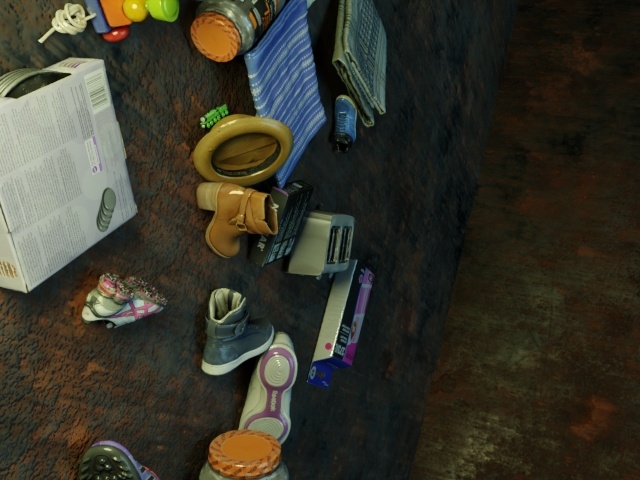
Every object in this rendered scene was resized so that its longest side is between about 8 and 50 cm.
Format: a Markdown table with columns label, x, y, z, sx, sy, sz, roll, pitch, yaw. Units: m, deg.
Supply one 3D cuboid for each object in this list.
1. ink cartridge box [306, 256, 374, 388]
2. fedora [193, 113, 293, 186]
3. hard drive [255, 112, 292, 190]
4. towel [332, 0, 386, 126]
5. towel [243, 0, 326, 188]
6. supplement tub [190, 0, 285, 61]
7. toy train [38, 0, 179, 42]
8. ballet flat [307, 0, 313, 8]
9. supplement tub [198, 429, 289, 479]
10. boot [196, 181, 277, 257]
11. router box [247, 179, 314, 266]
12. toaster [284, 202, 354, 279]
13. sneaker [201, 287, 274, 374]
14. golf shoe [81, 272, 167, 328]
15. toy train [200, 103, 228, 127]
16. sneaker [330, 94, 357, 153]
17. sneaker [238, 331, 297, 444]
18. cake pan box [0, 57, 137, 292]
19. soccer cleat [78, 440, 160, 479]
| label | x | y | z | sx | sy | sz | roll | pitch | yaw |
| --- | --- | --- | --- | --- | --- | --- | --- | --- | --- |
| ink cartridge box | 0.061 | 0.244 | 2.166 | 0.176 | 0.069 | 0.370 | 40 | 65 | -63 |
| fedora | -0.150 | -0.185 | 1.430 | 0.194 | 0.194 | 0.079 | 61 | 8 | -55 |
| hard drive | -0.081 | -0.253 | 1.651 | 0.172 | 0.054 | 0.254 | 55 | 49 | -58 |
| towel | 0.113 | -0.497 | 1.933 | 0.312 | 0.056 | 0.324 | 51 | 42 | -60 |
| towel | -0.062 | -0.306 | 1.540 | 0.336 | 0.040 | 0.243 | 77 | 32 | -46 |
| supplement tub | -0.149 | -0.413 | 1.358 | 0.117 | 0.117 | 0.190 | 74 | 35 | -45 |
| toy train | -0.270 | -0.335 | 1.080 | 0.248 | 0.144 | 0.105 | -59 | 148 | -41 |
| ballet flat | -0.041 | -0.526 | 1.607 | 0.076 | 0.079 | 0.221 | 74 | 34 | -43 |
| supplement tub | -0.166 | 0.582 | 1.613 | 0.194 | 0.194 | 0.315 | -25 | 121 | -62 |
| boot | -0.149 | -0.027 | 1.461 | 0.197 | 0.153 | 0.073 | 74 | 34 | -45 |
| router box | -0.087 | -0.040 | 1.673 | 0.133 | 0.046 | 0.178 | -24 | 138 | -63 |
| toaster | 0.000 | 0.000 | 1.866 | 0.168 | 0.110 | 0.185 | 0 | 99 | -67 |
| sneaker | -0.165 | 0.166 | 1.585 | 0.226 | 0.086 | 0.163 | -32 | 130 | -59 |
| golf shoe | -0.326 | 0.105 | 1.243 | 0.086 | 0.067 | 0.186 | -51 | 159 | 6 |
| toy train | -0.202 | -0.238 | 1.431 | 0.083 | 0.017 | 0.023 | -49 | 132 | -50 |
| sneaker | 0.059 | -0.295 | 1.950 | 0.152 | 0.058 | 0.084 | 85 | 18 | -44 |
| sneaker | -0.112 | 0.355 | 1.742 | 0.152 | 0.114 | 0.305 | -95 | -159 | -72 |
| cake pan box | -0.373 | -0.100 | 1.037 | 0.245 | 0.070 | 0.266 | -52 | 144 | -51 |
| soccer cleat | -0.333 | 0.436 | 1.317 | 0.116 | 0.109 | 0.318 | -84 | 166 | -51 |
